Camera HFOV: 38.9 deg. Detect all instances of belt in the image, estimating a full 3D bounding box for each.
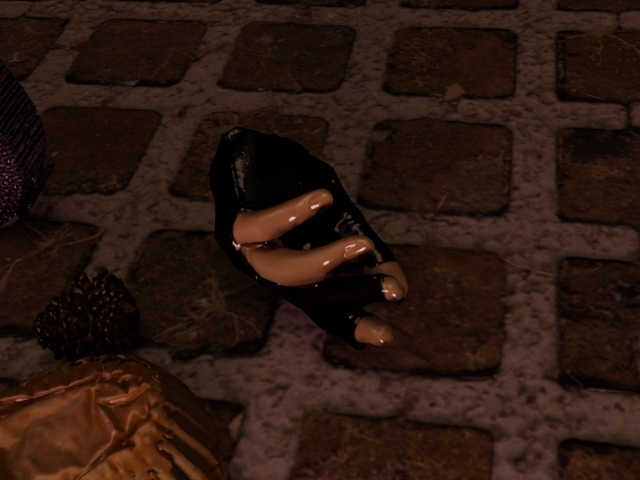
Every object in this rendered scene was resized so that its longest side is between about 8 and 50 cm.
[{"bbox_3d":[-0.482,-0.146,1.082,0.260,0.325,0.122,-15,40,29],"label":"belt"}]

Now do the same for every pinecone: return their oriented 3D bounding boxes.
[{"bbox_3d":[-0.250,0.084,0.968,0.109,0.102,0.102,-21,45,-10],"label":"pinecone"}]

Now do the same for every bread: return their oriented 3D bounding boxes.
[{"bbox_3d":[-0.208,0.195,0.816,0.240,0.139,0.240,-1,42,1],"label":"bread"}]

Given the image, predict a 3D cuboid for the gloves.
[{"bbox_3d":[-0.006,0.002,0.987,0.197,0.152,0.301,8,24,-42],"label":"gloves"}]
